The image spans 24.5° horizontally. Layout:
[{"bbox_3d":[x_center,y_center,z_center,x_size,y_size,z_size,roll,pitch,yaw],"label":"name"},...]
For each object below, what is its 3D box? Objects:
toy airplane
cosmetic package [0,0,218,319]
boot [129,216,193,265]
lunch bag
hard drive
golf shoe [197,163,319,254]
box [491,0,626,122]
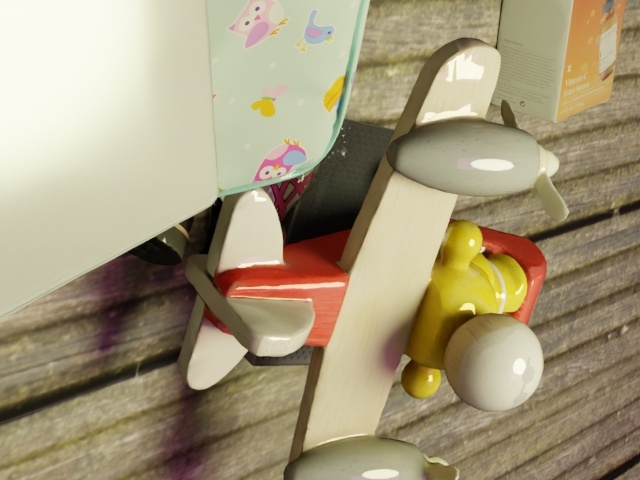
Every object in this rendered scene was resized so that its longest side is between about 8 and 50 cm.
[{"bbox_3d":[0.069,0.062,1.308,0.384,0.272,0.386,-47,147,-17],"label":"toy airplane"},{"bbox_3d":[-0.282,-0.175,0.753,0.327,0.329,0.393,-32,131,-41],"label":"cosmetic package"},{"bbox_3d":[-0.166,-0.085,1.214,0.198,0.077,0.137,47,52,-47],"label":"boot"},{"bbox_3d":[-0.071,-0.153,0.985,0.224,0.108,0.279,-18,141,-30],"label":"lunch bag"},{"bbox_3d":[0.000,0.000,1.480,0.172,0.054,0.254,5,105,-55],"label":"hard drive"},{"bbox_3d":[-0.056,-0.049,1.364,0.086,0.067,0.186,9,101,-54],"label":"golf shoe"},{"bbox_3d":[0.274,-0.237,1.684,0.130,0.091,0.170,-25,128,-45],"label":"box"}]
